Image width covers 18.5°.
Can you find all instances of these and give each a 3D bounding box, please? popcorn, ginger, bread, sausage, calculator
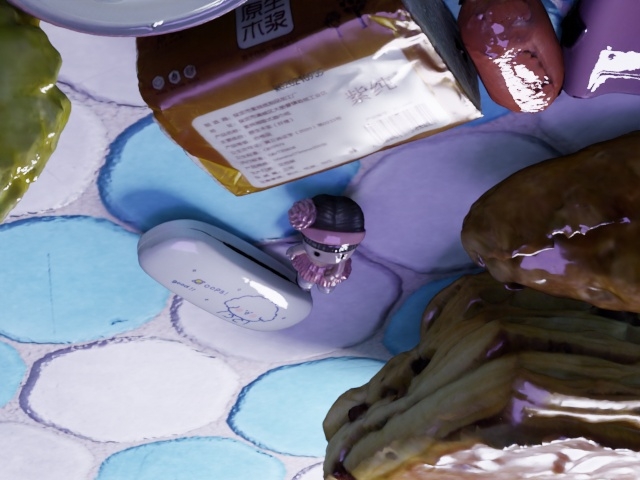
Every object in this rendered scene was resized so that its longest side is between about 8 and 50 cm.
[{"bbox_3d":[-0.316,-0.079,1.391,0.286,0.225,0.174,-16,171,-34],"label":"popcorn"},{"bbox_3d":[0.288,-0.015,1.665,0.321,0.165,0.172,-11,169,23],"label":"ginger"},{"bbox_3d":[0.201,0.145,1.894,0.314,0.191,0.370,6,159,-26],"label":"bread"},{"bbox_3d":[0.149,-0.151,1.517,0.076,0.076,0.141,-13,145,14],"label":"sausage"},{"bbox_3d":[0.300,-0.193,1.500,0.194,0.043,0.294,4,145,-13],"label":"calculator"}]

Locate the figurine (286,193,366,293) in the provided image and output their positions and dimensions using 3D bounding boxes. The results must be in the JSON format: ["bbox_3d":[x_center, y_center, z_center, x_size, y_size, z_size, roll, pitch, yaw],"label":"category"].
[{"bbox_3d":[0.000,0.000,1.764,0.072,0.054,0.129,14,153,-2],"label":"figurine"}]

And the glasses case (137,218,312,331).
[{"bbox_3d":[-0.086,0.034,1.801,0.076,0.049,0.197,-26,142,29],"label":"glasses case"}]

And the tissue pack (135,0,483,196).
[{"bbox_3d":[-0.008,-0.128,1.519,0.226,0.092,0.183,-16,146,19],"label":"tissue pack"}]

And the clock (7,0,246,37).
[{"bbox_3d":[-0.122,-0.232,1.340,0.244,0.056,0.244,-9,143,-7],"label":"clock"}]
